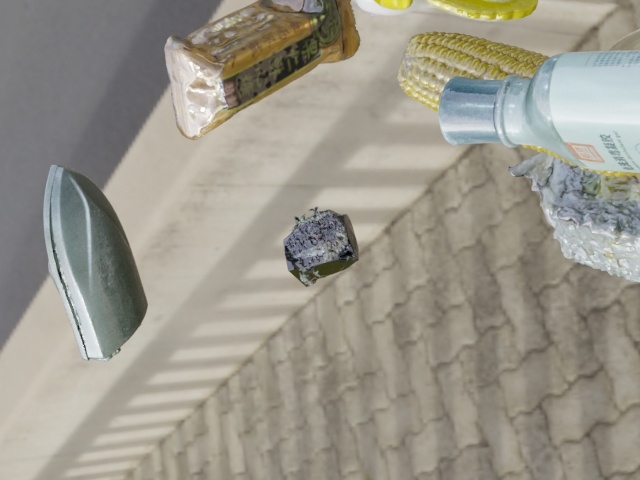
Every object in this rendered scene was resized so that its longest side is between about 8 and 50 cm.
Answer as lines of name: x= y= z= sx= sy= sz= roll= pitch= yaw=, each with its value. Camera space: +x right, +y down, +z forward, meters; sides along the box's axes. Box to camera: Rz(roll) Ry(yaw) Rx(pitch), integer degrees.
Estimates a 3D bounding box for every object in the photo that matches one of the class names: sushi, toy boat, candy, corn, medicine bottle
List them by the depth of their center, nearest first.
medicine bottle: x=0.164 y=-0.069 z=0.594 sx=0.208 sy=0.090 sz=0.054 roll=6 pitch=73 yaw=36
corn: x=0.168 y=-0.114 z=0.881 sx=0.231 sy=0.080 sz=0.080 roll=21 pitch=113 yaw=21
candy: x=-0.063 y=-0.234 z=1.290 sx=0.101 sy=0.271 sz=0.143 roll=37 pitch=147 yaw=40
sushi: x=0.000 y=0.000 z=1.381 sx=0.083 sy=0.056 sz=0.085 roll=-21 pitch=59 yaw=17
sushi: x=0.399 y=-0.052 z=1.441 sx=0.274 sy=0.139 sz=0.184 roll=17 pitch=63 yaw=40
toy boat: x=-0.336 y=0.027 z=1.566 sx=0.092 sy=0.141 sz=0.320 roll=7 pitch=128 yaw=22

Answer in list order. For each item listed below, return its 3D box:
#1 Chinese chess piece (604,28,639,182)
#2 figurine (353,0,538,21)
Chinese chess piece: x=0.374 y=-0.092 z=1.086 sx=0.102 sy=0.273 sz=0.273 roll=-36 pitch=52 yaw=8
figurine: x=0.116 y=-0.239 z=0.996 sx=0.130 sy=0.178 sz=0.109 roll=-107 pitch=22 yaw=-51
